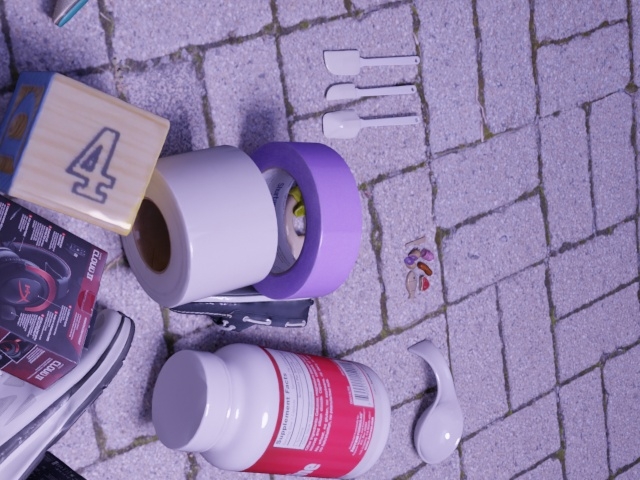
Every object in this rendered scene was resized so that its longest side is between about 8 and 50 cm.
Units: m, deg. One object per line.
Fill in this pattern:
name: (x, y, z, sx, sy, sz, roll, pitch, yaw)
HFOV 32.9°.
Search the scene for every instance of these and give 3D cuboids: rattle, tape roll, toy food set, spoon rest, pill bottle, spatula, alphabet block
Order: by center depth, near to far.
alphabet block: (-0.377, -0.135, 1.663, 0.197, 0.192, 0.193, 21, 89, -31)
tape roll: (-0.207, -0.026, 1.798, 0.169, 0.246, 0.246, -15, 109, -35)
tape roll: (-0.046, -0.035, 1.899, 0.090, 0.274, 0.275, -3, 102, -38)
pill bottle: (-0.088, 0.310, 1.974, 0.407, 0.229, 0.229, 14, 91, -38)
rattle: (0.000, 0.000, 2.035, 0.130, 0.142, 0.200, 1, 93, -56)
spatula: (0.102, -0.287, 2.125, 0.242, 0.019, 0.168, -8, 100, -37)
toy food set: (0.211, 0.059, 2.280, 0.078, 0.019, 0.122, -20, 112, -33)
spoon rest: (0.249, 0.356, 2.336, 0.137, 0.084, 0.276, -23, 112, -32)

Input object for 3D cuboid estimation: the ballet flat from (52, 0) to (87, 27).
ballet flat: (-0.376, -0.405, 1.716, 0.052, 0.057, 0.168, 44, 67, -6)

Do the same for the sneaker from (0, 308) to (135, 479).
sneaker: (-0.491, 0.207, 1.680, 0.257, 0.169, 0.447, 45, 49, -9)

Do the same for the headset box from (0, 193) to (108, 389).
headset box: (-0.460, 0.070, 1.615, 0.293, 0.110, 0.218, 31, 44, -27)

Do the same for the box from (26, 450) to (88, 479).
box: (-0.462, 0.423, 1.709, 0.183, 0.232, 0.059, -21, 109, -33)

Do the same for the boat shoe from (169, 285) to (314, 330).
boat shoe: (-0.142, 0.123, 1.963, 0.302, 0.114, 0.091, 1, 106, -29)
